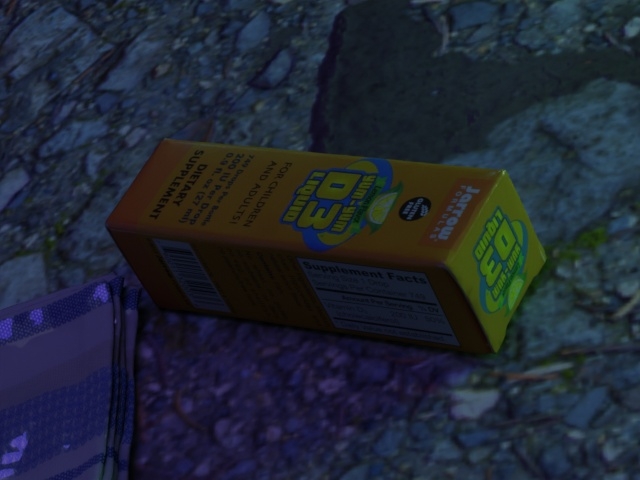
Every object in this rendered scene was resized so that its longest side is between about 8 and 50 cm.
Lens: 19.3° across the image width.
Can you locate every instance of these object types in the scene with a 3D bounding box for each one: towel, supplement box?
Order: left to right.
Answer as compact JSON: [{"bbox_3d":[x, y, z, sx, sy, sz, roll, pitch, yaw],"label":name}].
[{"bbox_3d":[-0.198,0.142,1.016,0.209,0.034,0.285,-18,39,12],"label":"towel"},{"bbox_3d":[0.000,0.000,1.032,0.233,0.080,0.078,8,51,33],"label":"supplement box"}]
